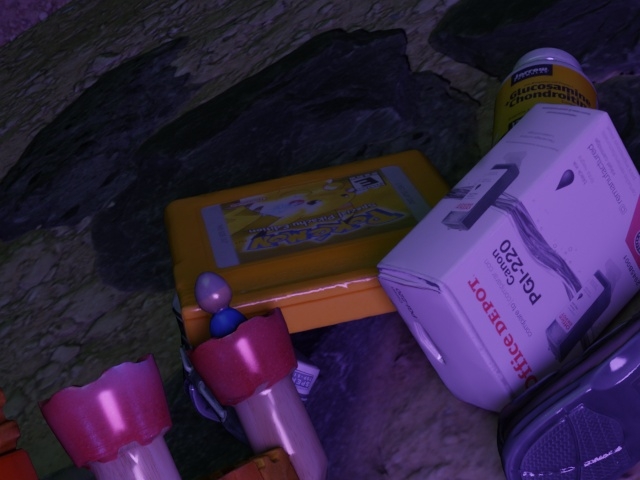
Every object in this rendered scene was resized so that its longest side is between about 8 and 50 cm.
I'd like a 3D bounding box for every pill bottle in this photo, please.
[{"bbox_3d":[0.218,-0.111,1.460,0.103,0.103,0.184,-22,30,22],"label":"pill bottle"}]

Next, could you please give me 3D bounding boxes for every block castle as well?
[{"bbox_3d":[-0.247,0.200,1.190,0.453,0.213,0.303,-25,-4,24],"label":"block castle"}]

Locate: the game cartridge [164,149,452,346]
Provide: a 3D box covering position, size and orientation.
[{"bbox_3d":[0.000,0.000,1.429,0.285,0.052,0.323,-12,18,-5],"label":"game cartridge"}]

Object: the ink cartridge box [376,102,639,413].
[{"bbox_3d":[0.172,0.015,1.243,0.218,0.158,0.092,-44,29,-19],"label":"ink cartridge box"}]

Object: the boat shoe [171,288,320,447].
[{"bbox_3d":[-0.088,0.120,1.426,0.102,0.108,0.301,-65,24,3],"label":"boat shoe"}]

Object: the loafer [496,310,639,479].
[{"bbox_3d":[0.256,0.080,1.111,0.302,0.109,0.095,-34,23,6],"label":"loafer"}]
